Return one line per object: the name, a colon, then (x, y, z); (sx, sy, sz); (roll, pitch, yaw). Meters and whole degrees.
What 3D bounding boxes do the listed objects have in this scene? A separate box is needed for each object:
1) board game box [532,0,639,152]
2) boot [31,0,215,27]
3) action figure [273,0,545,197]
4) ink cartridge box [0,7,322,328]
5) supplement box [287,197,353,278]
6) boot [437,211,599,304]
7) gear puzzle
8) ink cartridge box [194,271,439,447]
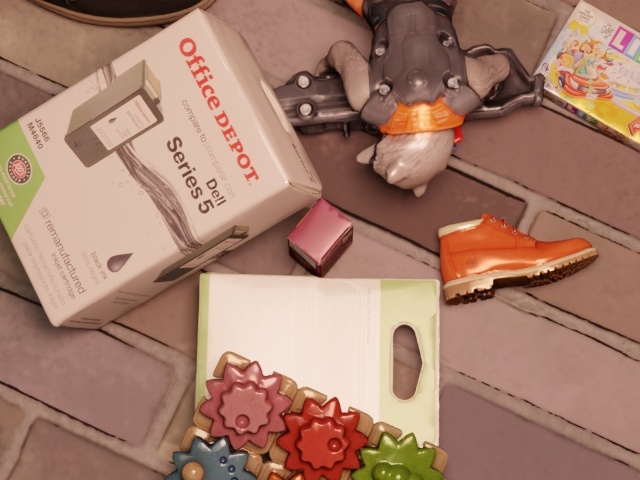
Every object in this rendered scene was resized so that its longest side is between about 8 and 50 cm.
board game box: (0.303, -0.162, 1.704); (0.154, 0.026, 0.103); (31, 79, 7)
boot: (-0.282, -0.335, 1.618); (0.377, 0.284, 0.138); (18, 78, 6)
action figure: (0.038, -0.200, 1.636); (0.341, 0.178, 0.330); (-13, 79, 3)
ink cartridge box: (-0.166, -0.065, 1.608); (0.273, 0.115, 0.198); (-31, 78, 12)
supplement box: (0.000, 0.000, 1.643); (0.043, 0.083, 0.055); (40, 80, 8)
boot: (0.193, 0.007, 1.654); (0.158, 0.059, 0.085); (-10, 73, 0)
gear puzzle: (0.025, 0.248, 1.575); (0.339, 0.044, 0.175); (25, 98, -4)
ink cartridge box: (-0.004, 0.120, 1.631); (0.235, 0.056, 0.171); (2, 78, -2)
